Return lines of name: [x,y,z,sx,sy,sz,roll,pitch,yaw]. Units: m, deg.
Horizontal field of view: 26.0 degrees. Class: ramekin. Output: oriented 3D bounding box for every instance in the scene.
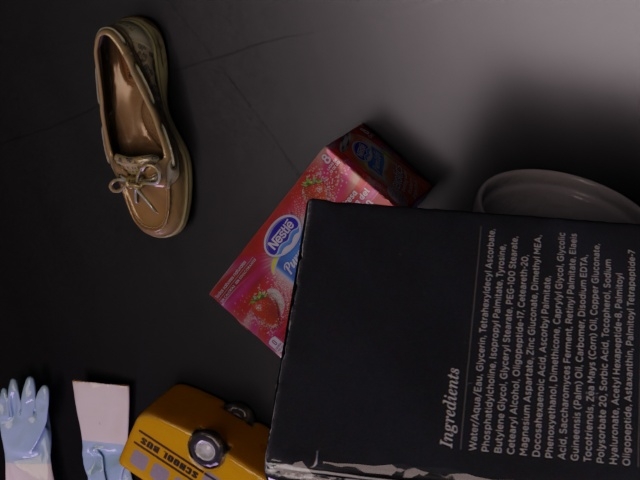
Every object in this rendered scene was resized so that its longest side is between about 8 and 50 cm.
ramekin: [0.260,0.019,1.530,0.207,0.207,0.109,21,122,15]

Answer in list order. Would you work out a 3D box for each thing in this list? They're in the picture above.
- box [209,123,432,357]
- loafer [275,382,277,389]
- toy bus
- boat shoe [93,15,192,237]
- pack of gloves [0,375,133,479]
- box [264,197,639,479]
box: [0.000,0.000,1.667,0.122,0.128,0.257,42,117,5]
loafer: [-0.010,0.229,1.794,0.039,0.045,0.125,-34,89,21]
toy bus: [-0.090,0.317,1.816,0.333,0.108,0.130,31,116,10]
boat shoe: [-0.234,-0.134,1.741,0.105,0.089,0.285,-5,105,23]
pack of gloves: [-0.353,0.292,1.964,0.195,0.046,0.232,3,111,9]
box: [0.215,0.215,1.387,0.472,0.297,0.480,4,149,7]
